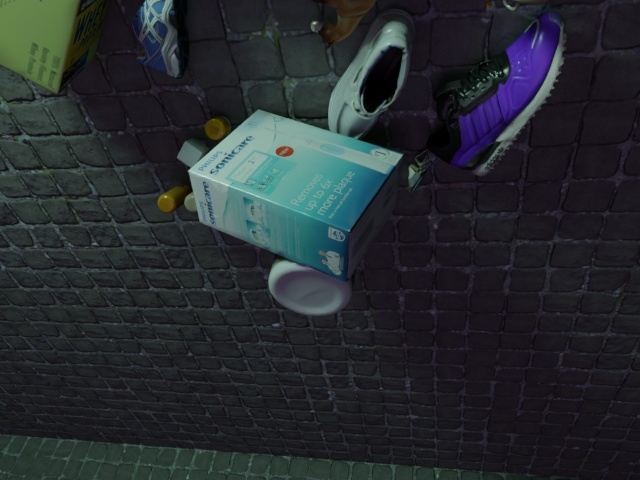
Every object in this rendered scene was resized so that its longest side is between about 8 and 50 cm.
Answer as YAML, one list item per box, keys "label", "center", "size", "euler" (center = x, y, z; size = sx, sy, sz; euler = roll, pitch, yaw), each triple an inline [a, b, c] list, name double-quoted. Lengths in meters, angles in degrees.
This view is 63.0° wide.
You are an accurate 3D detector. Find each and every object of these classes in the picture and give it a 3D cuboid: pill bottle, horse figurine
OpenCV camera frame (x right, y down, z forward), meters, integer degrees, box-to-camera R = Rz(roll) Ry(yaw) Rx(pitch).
- label: "pill bottle"
  center: [0.000, 0.000, 1.006]
  size: [0.153, 0.264, 0.153]
  euler: [7, 136, 6]
- label: "horse figurine"
  center: [0.069, -0.382, 0.707]
  size: [0.263, 0.066, 0.174]
  euler: [-40, 152, 20]

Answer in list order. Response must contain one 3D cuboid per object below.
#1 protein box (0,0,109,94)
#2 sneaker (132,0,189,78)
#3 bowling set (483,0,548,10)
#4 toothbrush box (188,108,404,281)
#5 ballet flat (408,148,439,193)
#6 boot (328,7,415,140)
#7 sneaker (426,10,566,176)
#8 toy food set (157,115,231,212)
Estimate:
- label: "protein box"
  center: [-0.449, -0.378, 0.795]
  size: [0.201, 0.136, 0.200]
  euler: [27, 133, -16]
- label: "sneaker"
  center: [-0.256, -0.355, 0.822]
  size: [0.081, 0.080, 0.211]
  euler: [10, 136, -4]
- label: "bowling set"
  center: [0.247, -0.442, 0.613]
  size: [0.200, 0.154, 0.287]
  euler: [-34, 127, -8]
- label: "toothbrush box"
  center: [-0.037, -0.088, 0.899]
  size: [0.296, 0.216, 0.126]
  euler: [21, 139, 20]
- label: "ballet flat"
  center: [0.191, -0.139, 0.993]
  size: [0.041, 0.041, 0.114]
  euler: [22, 135, -12]
- label: "boot"
  center: [0.072, -0.236, 0.848]
  size: [0.095, 0.123, 0.258]
  euler: [17, 136, -7]
- label: "sneaker"
  center: [0.260, -0.230, 0.832]
  size: [0.146, 0.102, 0.293]
  euler: [17, 136, -5]
- label: "toy food set"
  center: [-0.222, -0.144, 1.048]
  size: [0.111, 0.104, 0.232]
  euler: [34, 115, -4]
